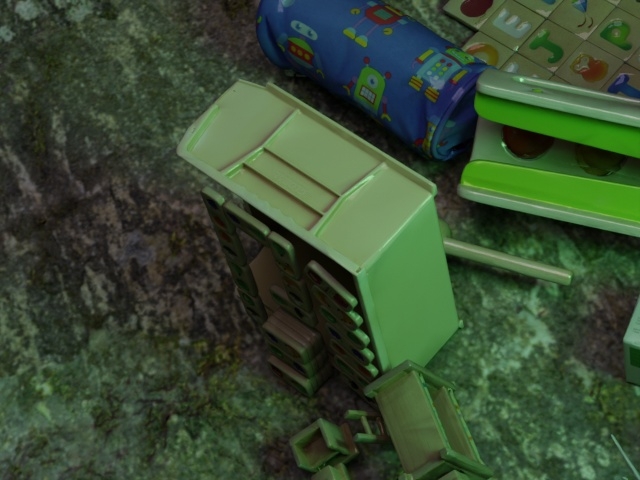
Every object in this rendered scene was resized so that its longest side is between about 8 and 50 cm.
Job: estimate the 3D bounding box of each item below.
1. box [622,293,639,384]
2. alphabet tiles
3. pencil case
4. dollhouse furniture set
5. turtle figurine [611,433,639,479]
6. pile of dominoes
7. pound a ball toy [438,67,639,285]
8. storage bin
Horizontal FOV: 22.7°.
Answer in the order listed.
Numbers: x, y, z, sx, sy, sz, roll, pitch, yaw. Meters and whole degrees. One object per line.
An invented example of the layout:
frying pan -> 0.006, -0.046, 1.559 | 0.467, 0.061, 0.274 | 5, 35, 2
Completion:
box -> 0.359, 0.092, 1.561 | 0.101, 0.087, 0.102 | 16, 63, 22
alphabet tiles -> 0.321, -0.248, 1.827 | 0.342, 0.011, 0.285 | 36, 75, 30
pencil case -> 0.059, -0.199, 1.801 | 0.306, 0.133, 0.119 | 34, 33, 28
dollhouse furniture set -> 0.079, 0.243, 1.548 | 0.161, 0.101, 0.182 | -35, 53, 19
turtle figurine -> 0.394, 0.214, 1.452 | 0.234, 0.118, 0.175 | 42, 108, 18
pile of dominoes -> -0.032, 0.074, 1.564 | 0.196, 0.251, 0.040 | 33, 68, 29
pound a ball toy -> 0.260, -0.057, 1.665 | 0.319, 0.208, 0.136 | 12, 18, 11
storage bin -> 0.000, 0.000, 1.599 | 0.260, 0.262, 0.123 | 34, 69, 29
